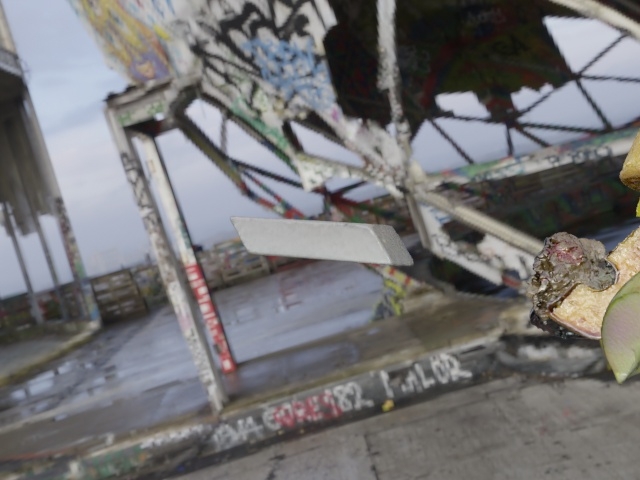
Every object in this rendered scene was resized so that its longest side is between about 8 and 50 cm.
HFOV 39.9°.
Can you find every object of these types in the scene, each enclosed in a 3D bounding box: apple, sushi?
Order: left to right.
[{"bbox_3d":[0.606,0.103,2.102,0.225,0.218,0.238,-4,31,14],"label":"sushi"},{"bbox_3d":[0.551,0.101,1.431,0.193,0.120,0.265,-38,-22,-24],"label":"apple"}]

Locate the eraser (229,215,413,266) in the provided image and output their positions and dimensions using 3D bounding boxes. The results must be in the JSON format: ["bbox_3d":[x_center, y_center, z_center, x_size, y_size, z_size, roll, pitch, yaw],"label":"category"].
[{"bbox_3d":[0.000,0.001,1.666,0.353,0.077,0.111,4,2,28],"label":"eraser"}]

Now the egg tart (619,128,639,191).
[{"bbox_3d":[0.549,-0.134,1.274,0.203,0.147,0.202,15,-2,1],"label":"egg tart"}]

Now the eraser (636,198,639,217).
[{"bbox_3d":[0.622,-0.051,1.524,0.097,0.045,0.122,9,1,-11],"label":"eraser"}]

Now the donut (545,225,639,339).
[{"bbox_3d":[0.588,0.113,1.731,0.259,0.152,0.101,-42,-29,10],"label":"donut"}]
